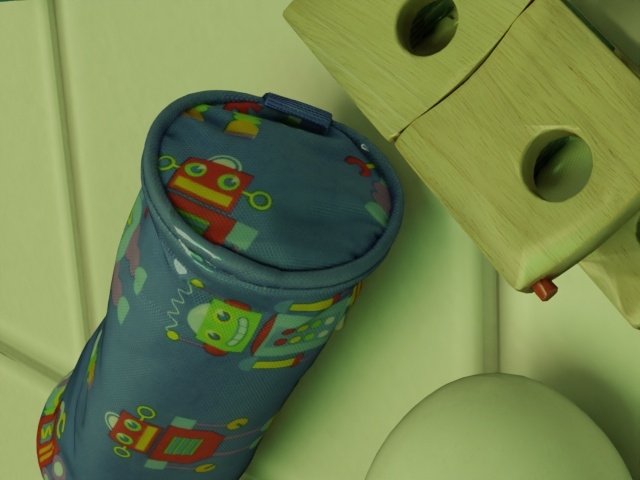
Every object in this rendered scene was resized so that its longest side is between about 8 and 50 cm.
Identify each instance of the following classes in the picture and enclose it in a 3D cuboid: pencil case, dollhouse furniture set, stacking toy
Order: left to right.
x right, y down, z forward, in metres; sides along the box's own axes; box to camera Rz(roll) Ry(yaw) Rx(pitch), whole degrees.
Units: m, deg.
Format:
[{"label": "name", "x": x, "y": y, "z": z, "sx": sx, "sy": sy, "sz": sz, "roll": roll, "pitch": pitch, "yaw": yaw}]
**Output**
[{"label": "pencil case", "x": -0.065, "y": 0.049, "z": 0.634, "sx": 0.306, "sy": 0.119, "sz": 0.133, "roll": 121, "pitch": 163, "yaw": -49}, {"label": "stacking toy", "x": 0.088, "y": 0.289, "z": 0.449, "sx": 0.351, "sy": 0.351, "sz": 0.479, "roll": -24, "pitch": 64, "yaw": 53}, {"label": "dollhouse furniture set", "x": 0.115, "y": -0.080, "z": 0.389, "sx": 0.183, "sy": 0.129, "sz": 0.129, "roll": -45, "pitch": 63, "yaw": 17}]

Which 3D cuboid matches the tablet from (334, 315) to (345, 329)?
[{"label": "tablet", "x": 0.000, "y": 0.000, "z": 0.633, "sx": 0.054, "sy": 0.006, "sz": 0.083, "roll": 37, "pitch": 130, "yaw": 39}]
